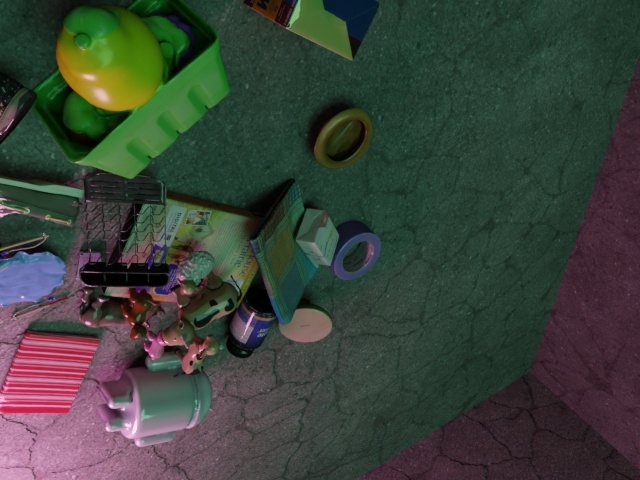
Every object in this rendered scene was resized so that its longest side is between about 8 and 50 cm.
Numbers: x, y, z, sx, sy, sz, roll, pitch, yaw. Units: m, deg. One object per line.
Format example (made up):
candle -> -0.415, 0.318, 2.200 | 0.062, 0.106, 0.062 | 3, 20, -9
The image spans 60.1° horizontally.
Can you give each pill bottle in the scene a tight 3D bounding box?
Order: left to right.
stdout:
pill bottle -> -0.219, 0.265, 1.747 | 0.122, 0.123, 0.219 | 0, 130, -38

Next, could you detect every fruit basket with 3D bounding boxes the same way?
fruit basket -> -0.380, -0.325, 1.035 | 0.392, 0.283, 0.392 | -32, 151, -21

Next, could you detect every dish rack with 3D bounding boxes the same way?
dish rack -> -0.459, -0.025, 1.303 | 0.208, 0.074, 0.272 | 1, 113, -11

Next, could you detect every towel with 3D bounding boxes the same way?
towel -> -0.739, 0.362, 1.498 | 0.198, 0.031, 0.275 | 15, 110, -42
towel -> -0.094, 0.042, 1.635 | 0.370, 0.040, 0.271 | 77, 32, -43

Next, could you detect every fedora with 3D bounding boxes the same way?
fedora -> 0.054, -0.296, 1.553 | 0.194, 0.079, 0.194 | -20, 138, -19

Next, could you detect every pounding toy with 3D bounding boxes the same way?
pounding toy -> -0.077, 0.247, 1.889 | 0.236, 0.110, 0.183 | 10, 132, -10

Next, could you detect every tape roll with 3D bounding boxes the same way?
tape roll -> 0.104, 0.034, 1.855 | 0.188, 0.080, 0.189 | -21, 132, -25

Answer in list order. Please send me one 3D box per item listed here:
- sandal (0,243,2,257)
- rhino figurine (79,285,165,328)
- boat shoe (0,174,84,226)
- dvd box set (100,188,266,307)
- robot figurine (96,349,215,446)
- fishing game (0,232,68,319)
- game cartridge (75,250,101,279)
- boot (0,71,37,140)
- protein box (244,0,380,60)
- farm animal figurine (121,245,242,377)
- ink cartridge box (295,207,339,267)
sandal -> -0.751, -0.007, 1.165 | 0.090, 0.060, 0.219 | -44, 152, -23
rhino figurine -> -0.530, 0.189, 1.491 | 0.243, 0.073, 0.106 | 12, 111, -44
boat shoe -> -0.647, -0.089, 1.139 | 0.305, 0.109, 0.091 | 8, 96, -45
dvd box set -> -0.345, 0.033, 1.518 | 0.420, 0.062, 0.308 | 11, 115, -42
robot figurine -> -0.477, 0.474, 1.664 | 0.353, 0.199, 0.300 | 4, 106, -39
fishing game -> -0.695, 0.086, 1.293 | 0.189, 0.041, 0.264 | -23, 148, -24
game cartridge -> -0.581, 0.061, 1.391 | 0.056, 0.017, 0.083 | 2, 121, -35
boot -> -0.661, -0.258, 1.027 | 0.236, 0.085, 0.178 | -32, 118, 29
protein box -> -0.021, -0.523, 1.220 | 0.199, 0.201, 0.136 | 9, 116, -42
farm animal figurine -> -0.344, 0.220, 1.485 | 0.326, 0.172, 0.330 | -42, 139, -6
ink cartridge box -> 0.000, 0.000, 1.703 | 0.198, 0.067, 0.115 | 57, 46, -57
